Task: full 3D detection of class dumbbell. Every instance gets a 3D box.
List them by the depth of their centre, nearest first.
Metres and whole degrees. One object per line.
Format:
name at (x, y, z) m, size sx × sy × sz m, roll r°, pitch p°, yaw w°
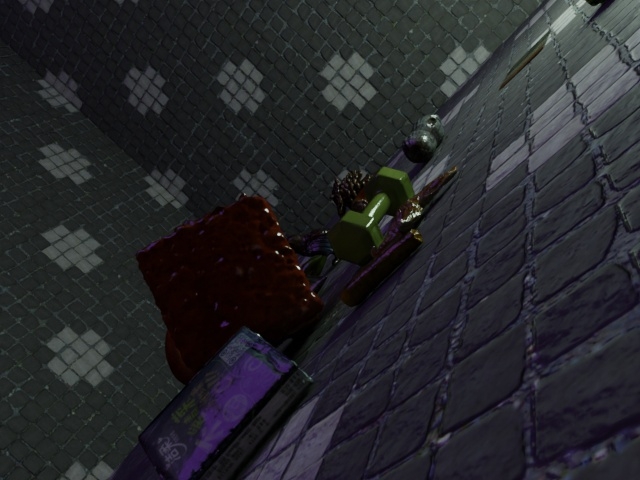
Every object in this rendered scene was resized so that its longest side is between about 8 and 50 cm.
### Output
dumbbell at (0.122, -0.062, 1.324) m, size 0.108 × 0.121 × 0.302 m, roll -10°, pitch 25°, yaw 33°

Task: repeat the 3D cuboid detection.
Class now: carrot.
carrot at (0.100, 0.045, 0.947) m, size 0.171 × 0.042 × 0.042 m, roll -44°, pitch 4°, yaw 19°

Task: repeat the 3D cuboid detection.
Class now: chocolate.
chocolate at (0.324, -0.318, 1.812) m, size 0.110 × 0.110 × 0.248 m, roll -45°, pitch 3°, yaw 40°

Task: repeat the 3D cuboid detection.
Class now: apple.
apple at (-0.359, 0.329, 1.767) m, size 0.242 × 0.242 × 0.241 m, roll -48°, pitch -3°, yaw -15°

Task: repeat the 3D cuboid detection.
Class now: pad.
pad at (0.531, -0.501, 1.724) m, size 0.323 × 0.055 × 0.250 m, roll -23°, pitch 18°, yaw 35°

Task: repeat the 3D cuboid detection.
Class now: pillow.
pillow at (-0.073, 0.173, 1.493) m, size 0.212 × 0.052 × 0.208 m, roll -49°, pitch 9°, yaw -12°

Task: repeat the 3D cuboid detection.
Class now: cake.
cake at (-0.167, 0.105, 1.158) m, size 0.269 × 0.270 × 0.319 m, roll -26°, pitch -11°, yaw -8°

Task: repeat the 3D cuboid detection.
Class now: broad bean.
broad bean at (-0.070, 0.135, 1.845) m, size 0.339 × 0.061 × 0.077 m, roll -47°, pitch -8°, yaw 3°

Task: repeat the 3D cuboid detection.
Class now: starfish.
starfish at (0.182, -0.061, 1.148) m, size 0.240 × 0.043 × 0.227 m, roll -44°, pitch 4°, yaw 6°

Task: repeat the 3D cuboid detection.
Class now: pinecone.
pinecone at (0.125, -0.180, 2.210) m, size 0.195 × 0.150 × 0.179 m, roll -34°, pitch 45°, yaw 24°

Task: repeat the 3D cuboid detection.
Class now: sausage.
sausage at (0.182, -0.165, 2.057) m, size 0.103 × 0.076 × 0.302 m, roll -34°, pitch 12°, yaw 40°

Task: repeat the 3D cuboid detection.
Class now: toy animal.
toy animal at (-0.009, 0.000, 1.709) m, size 0.218 × 0.179 × 0.116 m, roll -67°, pitch -5°, yaw -82°

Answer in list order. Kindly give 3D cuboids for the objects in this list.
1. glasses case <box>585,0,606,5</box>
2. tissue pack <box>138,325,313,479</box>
glasses case at (0.684, -0.633, 1.289) m, size 0.272 × 0.062 × 0.095 m, roll -48°, pitch -2°, yaw -21°
tissue pack at (-0.139, 0.247, 0.837) m, size 0.235 × 0.073 × 0.173 m, roll -48°, pitch 32°, yaw -16°
